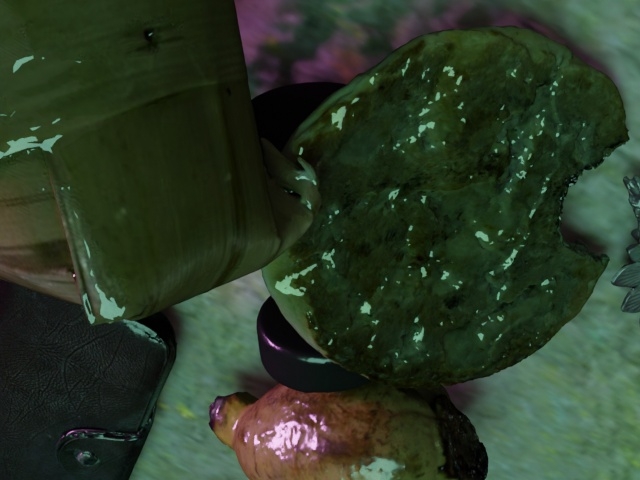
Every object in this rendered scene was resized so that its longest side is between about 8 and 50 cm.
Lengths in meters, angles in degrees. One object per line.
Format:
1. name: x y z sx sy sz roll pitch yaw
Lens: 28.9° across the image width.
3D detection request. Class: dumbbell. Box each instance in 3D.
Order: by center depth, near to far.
1. dumbbell: 0.000 0.000 0.815 0.100 0.100 0.191 5 125 13

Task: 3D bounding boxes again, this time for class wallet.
1. wallet: -0.228 0.144 1.014 0.172 0.045 0.318 26 128 -1

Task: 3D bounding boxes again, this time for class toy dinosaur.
1. toy dinosaur: 0.246 0.040 0.808 0.082 0.039 0.209 -29 112 30

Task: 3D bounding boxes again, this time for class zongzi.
1. zongzi: -0.206 -0.182 0.695 0.418 0.181 0.447 -3 98 43

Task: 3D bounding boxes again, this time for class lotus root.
1. lotus root: 0.016 0.148 0.898 0.214 0.138 0.138 2 125 33

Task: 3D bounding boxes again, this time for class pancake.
1. pancake: 0.078 -0.016 0.752 0.253 0.037 0.253 -10 122 -16
